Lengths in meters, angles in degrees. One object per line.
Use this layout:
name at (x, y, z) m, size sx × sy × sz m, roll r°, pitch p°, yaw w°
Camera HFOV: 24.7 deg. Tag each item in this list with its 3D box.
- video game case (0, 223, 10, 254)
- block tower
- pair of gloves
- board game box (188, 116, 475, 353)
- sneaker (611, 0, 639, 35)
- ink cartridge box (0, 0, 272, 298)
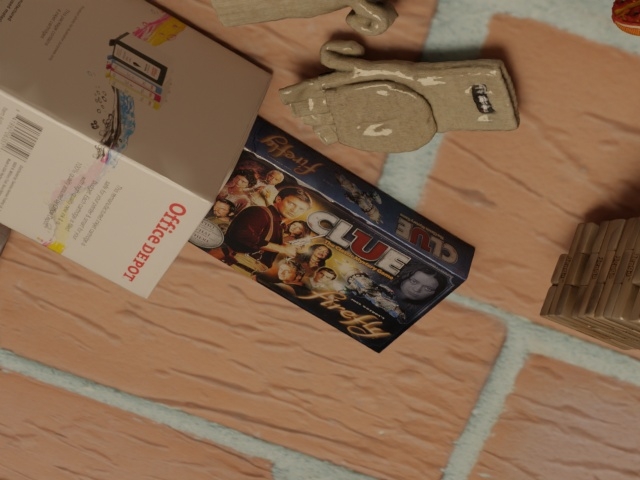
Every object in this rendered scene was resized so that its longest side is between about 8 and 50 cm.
video game case at (-0.521, 0.012, 1.632) m, size 0.300 × 0.036 × 0.329 m, roll 28°, pitch 141°, yaw -8°
block tower at (0.282, 0.036, 1.141) m, size 0.097 × 0.091 × 0.335 m, roll 21°, pitch 173°, yaw -13°
pair of gloves at (0.035, -0.167, 1.177) m, size 0.204 × 0.042 × 0.240 m, roll -10°, pitch 134°, yaw 27°
board game box at (0.000, 0.000, 1.383) m, size 0.243 × 0.042 × 0.165 m, roll 30°, pitch 140°, yaw -12°
sneaker at (0.296, -0.162, 1.053) m, size 0.175 × 0.064 × 0.067 m, roll 1°, pitch 147°, yaw 27°
ink cartridge box at (-0.193, -0.099, 1.253) m, size 0.232 × 0.168 × 0.171 m, roll 29°, pitch 141°, yaw -10°
